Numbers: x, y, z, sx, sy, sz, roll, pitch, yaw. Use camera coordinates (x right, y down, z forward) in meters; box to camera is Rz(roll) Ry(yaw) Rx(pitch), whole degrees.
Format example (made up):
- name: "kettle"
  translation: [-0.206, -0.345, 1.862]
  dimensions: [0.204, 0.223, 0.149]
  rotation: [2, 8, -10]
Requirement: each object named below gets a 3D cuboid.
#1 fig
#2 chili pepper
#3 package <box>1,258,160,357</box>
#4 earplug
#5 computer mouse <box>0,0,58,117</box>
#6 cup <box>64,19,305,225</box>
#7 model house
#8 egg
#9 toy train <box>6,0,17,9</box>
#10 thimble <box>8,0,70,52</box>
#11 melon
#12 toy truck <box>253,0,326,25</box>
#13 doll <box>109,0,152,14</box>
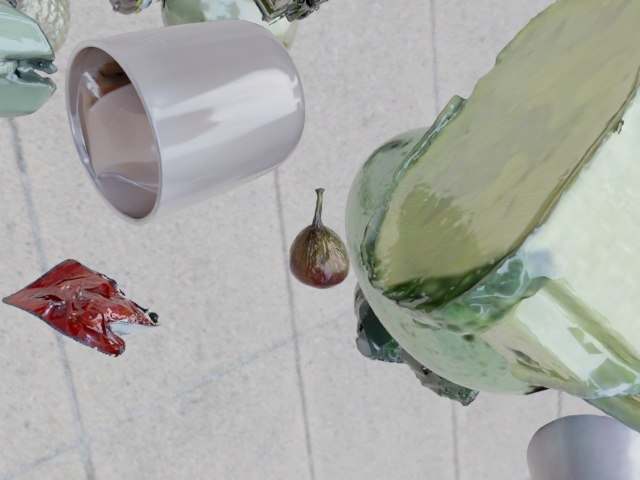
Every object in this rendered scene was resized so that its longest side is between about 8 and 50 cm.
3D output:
- name: "fig"
  translation: [-0.018, -0.001, 2.444]
  dimensions: [0.190, 0.190, 0.290]
  rotation: [-23, 100, -37]
- name: "chili pepper"
  translation: [0.149, 0.136, 1.308]
  dimensions: [0.116, 0.264, 0.148]
  rotation: [-19, 145, -52]
- name: "package"
  translation: [-0.447, 0.127, 1.623]
  dimensions: [0.194, 0.269, 0.071]
  rotation: [-30, 148, -58]
- name: "earplug"
  translation: [0.324, 0.371, 1.007]
  dimensions: [0.301, 0.172, 0.172]
  rotation: [-63, 142, -55]
- name: "computer mouse"
  translation: [-0.664, -0.330, 1.444]
  dimensions: [0.145, 0.429, 0.228]
  rotation: [-65, 167, -54]
- name: "cup"
  translation: [-0.155, -0.129, 0.933]
  dimensions: [0.200, 0.253, 0.191]
  rotation: [-23, 89, -36]
- name: "model house"
  translation: [0.226, -0.011, 0.634]
  dimensions: [0.266, 0.261, 0.321]
  rotation: [39, 80, -15]
- name: "egg"
  translation: [0.187, 0.016, 1.018]
  dimensions: [0.287, 0.379, 0.288]
  rotation: [-22, 133, -25]
- name: "toy train"
  translation: [-0.553, -0.377, 1.552]
  dimensions: [0.050, 0.087, 0.138]
  rotation: [-46, 110, -17]
- name: "thimble"
  translation: [-0.630, -0.487, 1.740]
  dimensions: [0.148, 0.196, 0.229]
  rotation: [-2, 99, -67]
- name: "melon"
  translation: [-0.217, -0.519, 1.949]
  dimensions: [0.330, 0.268, 0.268]
  rotation: [13, 92, -25]
- name: "toy truck"
  translation: [-0.062, -0.422, 1.389]
  dimensions: [0.127, 0.257, 0.127]
  rotation: [-33, 99, -1]
- name: "doll"
  translation: [-0.398, -0.577, 1.858]
  dimensions: [0.096, 0.145, 0.188]
  rotation: [36, 91, -7]
